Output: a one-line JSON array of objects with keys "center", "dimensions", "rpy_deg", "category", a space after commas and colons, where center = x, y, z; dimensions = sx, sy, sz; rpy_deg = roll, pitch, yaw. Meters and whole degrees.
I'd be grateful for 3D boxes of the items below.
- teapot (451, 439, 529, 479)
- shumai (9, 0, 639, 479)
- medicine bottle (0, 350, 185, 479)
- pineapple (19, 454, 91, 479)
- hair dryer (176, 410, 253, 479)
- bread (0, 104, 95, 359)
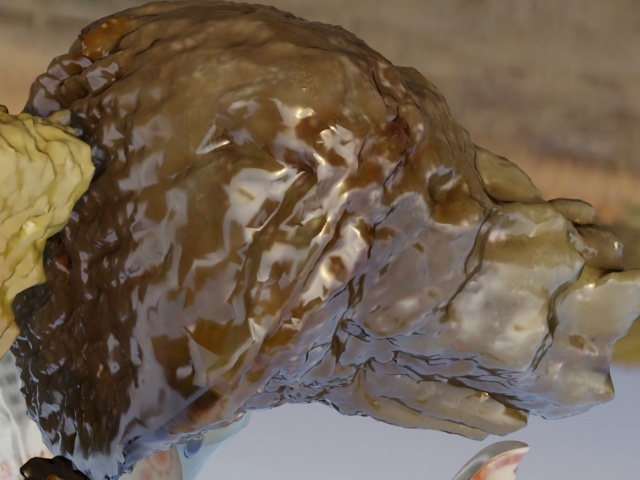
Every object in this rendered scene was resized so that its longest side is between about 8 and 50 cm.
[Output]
[{"center": [0.045, 0.229, 1.245], "dimensions": [0.245, 0.116, 0.159], "rpy_deg": [-26, -165, -4], "category": "teapot"}, {"center": [0.003, -0.001, 0.963], "dimensions": [0.283, 0.217, 0.346], "rpy_deg": [-5, 156, -26], "category": "shumai"}, {"center": [-0.217, 0.167, 1.455], "dimensions": [0.211, 0.372, 0.211], "rpy_deg": [-15, -175, 1], "category": "medicine bottle"}, {"center": [-0.072, 0.207, 0.572], "dimensions": [0.262, 0.263, 0.271], "rpy_deg": [9, 180, -37], "category": "pineapple"}, {"center": [-0.205, 0.191, 1.957], "dimensions": [0.298, 0.119, 0.296], "rpy_deg": [-4, 142, 5], "category": "hair dryer"}, {"center": [-0.237, -0.002, 0.724], "dimensions": [0.262, 0.204, 0.163], "rpy_deg": [25, -163, -13], "category": "bread"}]
